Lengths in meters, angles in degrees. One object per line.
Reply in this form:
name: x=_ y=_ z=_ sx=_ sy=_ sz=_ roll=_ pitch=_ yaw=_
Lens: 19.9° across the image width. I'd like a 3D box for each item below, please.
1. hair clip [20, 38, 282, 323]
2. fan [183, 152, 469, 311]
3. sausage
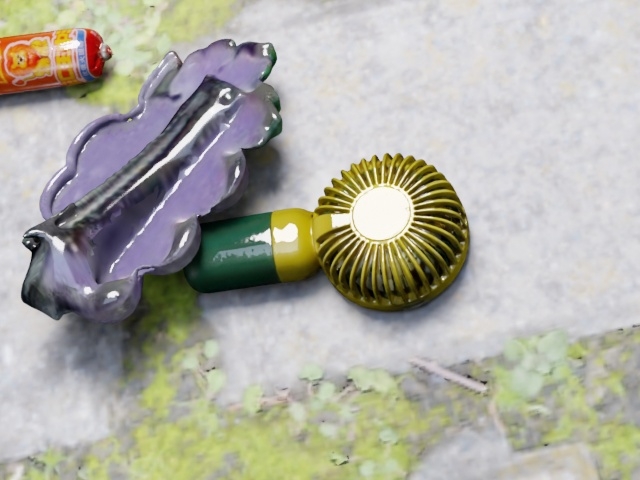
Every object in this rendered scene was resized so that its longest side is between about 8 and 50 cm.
hair clip: x=-0.097 y=-0.041 z=0.981 sx=0.124 sy=0.052 sz=0.195 roll=26 pitch=67 yaw=35
fan: x=0.000 y=0.000 z=0.962 sx=0.155 sy=0.039 sz=0.082 roll=-10 pitch=66 yaw=10
sausage: x=-0.180 y=-0.101 z=1.048 sx=0.129 sy=0.034 sz=0.034 roll=-5 pitch=67 yaw=11
